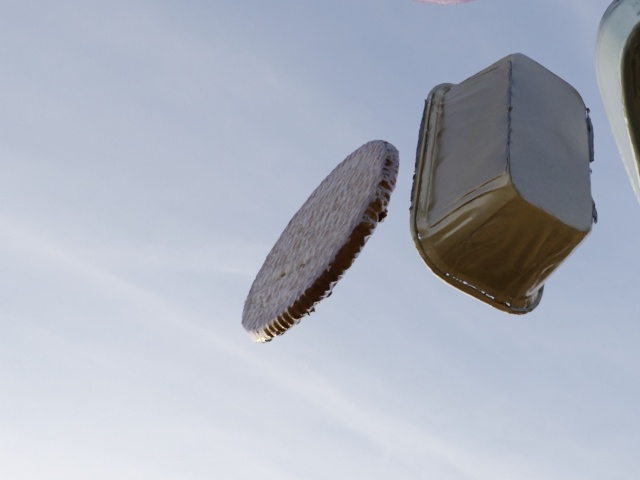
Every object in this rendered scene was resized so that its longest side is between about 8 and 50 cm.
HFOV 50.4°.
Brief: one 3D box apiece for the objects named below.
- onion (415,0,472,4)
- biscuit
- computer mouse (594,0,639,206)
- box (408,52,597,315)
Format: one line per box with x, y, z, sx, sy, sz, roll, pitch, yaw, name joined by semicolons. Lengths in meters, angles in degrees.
0.194;-0.486;0.914;0.345;0.358;0.358;24;-59;-38;onion
0.000;0.000;0.851;0.038;0.305;0.305;36;-65;-14;biscuit
0.329;-0.127;0.618;0.127;0.079;0.231;-17;-71;13;computer mouse
0.117;-0.040;0.448;0.111;0.177;0.111;9;-36;7;box
